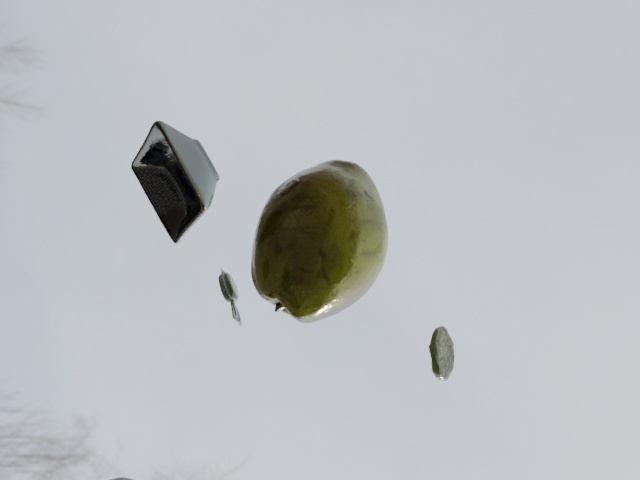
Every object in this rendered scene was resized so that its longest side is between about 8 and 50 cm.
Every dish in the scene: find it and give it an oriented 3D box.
[{"bbox_3d":[-0.253,-0.114,1.905,0.181,0.080,0.243,61,-25,4],"label":"dish"}]

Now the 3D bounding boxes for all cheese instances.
[{"bbox_3d":[-0.181,0.110,2.089,0.026,0.067,0.120,-21,-114,6],"label":"cheese"}]

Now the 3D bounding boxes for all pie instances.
[{"bbox_3d":[0.183,0.172,1.562,0.017,0.085,0.085,-9,-105,28],"label":"pie"}]

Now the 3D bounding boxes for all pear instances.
[{"bbox_3d":[0.000,0.000,1.965,0.269,0.269,0.321,6,-116,53],"label":"pear"}]

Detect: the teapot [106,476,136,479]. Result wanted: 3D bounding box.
[{"bbox_3d":[-0.361,0.504,1.781,0.183,0.269,0.173,-14,-120,16],"label":"teapot"}]
